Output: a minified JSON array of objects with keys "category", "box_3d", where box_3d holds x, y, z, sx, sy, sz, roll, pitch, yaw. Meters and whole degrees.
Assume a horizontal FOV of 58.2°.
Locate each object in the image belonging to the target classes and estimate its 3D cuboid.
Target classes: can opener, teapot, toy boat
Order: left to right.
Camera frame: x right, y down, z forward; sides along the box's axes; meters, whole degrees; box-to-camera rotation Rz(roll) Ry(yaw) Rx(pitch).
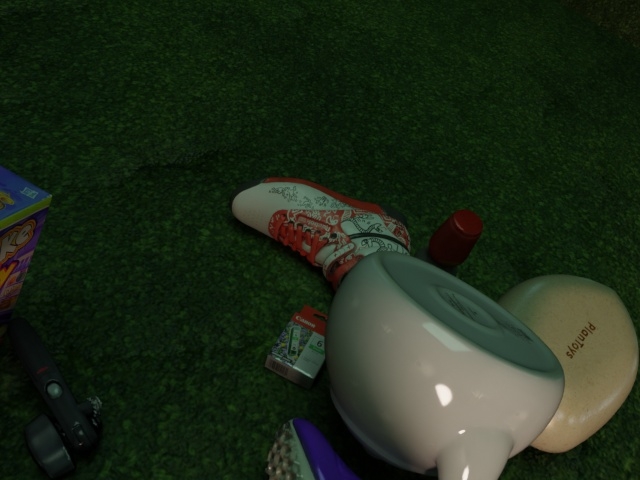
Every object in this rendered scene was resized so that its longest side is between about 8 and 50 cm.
[{"category":"can opener","box_3d":[-0.279,0.147,0.588,0.073,0.059,0.186,-21,56,-33]},{"category":"teapot","box_3d":[0.098,0.139,0.587,0.253,0.187,0.256,35,17,20]},{"category":"toy boat","box_3d":[0.255,0.105,0.764,0.268,0.148,0.318,-29,67,-32]}]

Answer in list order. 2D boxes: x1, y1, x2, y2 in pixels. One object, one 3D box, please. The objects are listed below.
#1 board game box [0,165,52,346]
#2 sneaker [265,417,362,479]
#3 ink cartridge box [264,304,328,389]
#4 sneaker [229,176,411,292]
[{"category":"board game box","box_3d":[-0.361,0.094,0.411,0.078,0.233,0.347,30,25,-2]},{"category":"sneaker","box_3d":[0.057,0.294,0.532,0.146,0.102,0.293,-7,52,-33]},{"category":"ink cartridge box","box_3d":[-0.015,0.123,0.719,0.063,0.029,0.115,26,44,9]},{"category":"sneaker","box_3d":[0.001,-0.001,0.806,0.270,0.090,0.145,12,41,-10]}]
